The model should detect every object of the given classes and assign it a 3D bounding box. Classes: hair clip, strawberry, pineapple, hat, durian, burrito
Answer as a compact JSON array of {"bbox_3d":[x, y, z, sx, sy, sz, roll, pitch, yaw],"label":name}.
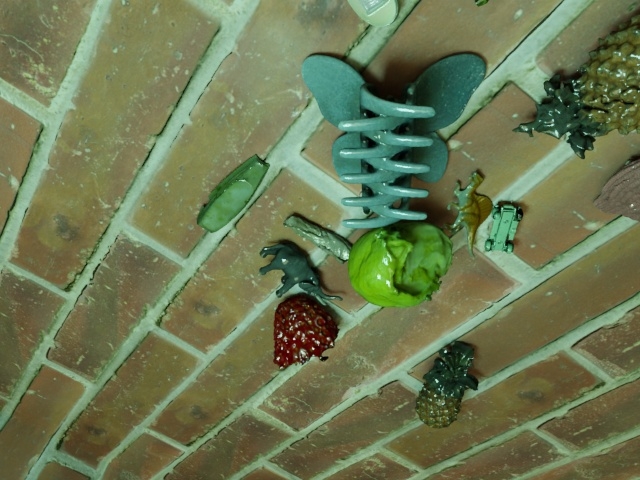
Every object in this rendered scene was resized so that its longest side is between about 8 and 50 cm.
[{"bbox_3d":[0.069,-0.504,0.983,0.159,0.071,0.218,-24,113,33],"label":"hair clip"},{"bbox_3d":[-0.066,0.260,1.531,0.234,0.234,0.178,-21,100,25],"label":"strawberry"},{"bbox_3d":[0.405,0.455,1.631,0.170,0.141,0.309,14,122,6],"label":"pineapple"},{"bbox_3d":[0.140,-0.204,1.099,0.392,0.238,0.318,4,130,8],"label":"hair clip"},{"bbox_3d":[0.756,-0.134,1.107,0.237,0.107,0.286,5,152,7],"label":"hat"},{"bbox_3d":[0.183,0.059,1.253,0.256,0.204,0.340,-11,173,-24],"label":"durian"},{"bbox_3d":[0.001,-0.002,1.397,0.230,0.058,0.063,27,123,-13],"label":"burrito"},{"bbox_3d":[0.557,-0.277,0.995,0.223,0.222,0.357,38,143,-18],"label":"pineapple"}]

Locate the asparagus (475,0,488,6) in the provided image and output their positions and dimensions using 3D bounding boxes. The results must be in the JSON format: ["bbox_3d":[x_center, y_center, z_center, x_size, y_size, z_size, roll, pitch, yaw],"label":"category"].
[{"bbox_3d":[0.338,-0.488,0.972,0.025,0.021,0.108,36,125,-22],"label":"asparagus"}]

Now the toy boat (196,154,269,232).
[{"bbox_3d":[-0.240,-0.109,1.360,0.093,0.055,0.293,35,126,-19],"label":"toy boat"}]

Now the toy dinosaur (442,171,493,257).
[{"bbox_3d":[0.376,-0.066,1.285,0.142,0.057,0.212,-39,126,12],"label":"toy dinosaur"}]

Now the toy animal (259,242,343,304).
[{"bbox_3d":[-0.069,0.108,1.478,0.137,0.082,0.269,-28,117,30],"label":"toy animal"}]

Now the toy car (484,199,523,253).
[{"bbox_3d":[0.454,-0.030,1.286,0.073,0.054,0.143,3,129,6],"label":"toy car"}]
